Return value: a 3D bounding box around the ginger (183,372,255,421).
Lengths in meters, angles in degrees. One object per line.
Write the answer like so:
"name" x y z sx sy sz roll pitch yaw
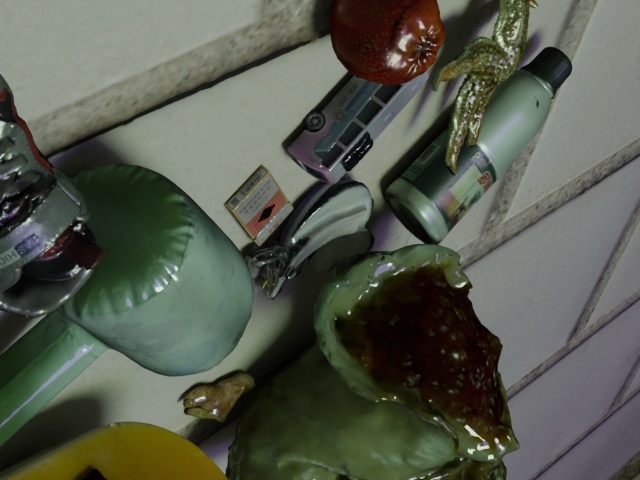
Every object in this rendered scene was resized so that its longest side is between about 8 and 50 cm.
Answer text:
"ginger" -0.097 0.155 1.405 0.097 0.030 0.048 -12 136 -53

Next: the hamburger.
"hamburger" -0.189 0.269 1.158 0.295 0.227 0.151 -21 156 -48

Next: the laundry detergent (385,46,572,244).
"laundry detergent" 0.161 -0.100 1.436 0.225 0.070 0.099 -47 148 -8

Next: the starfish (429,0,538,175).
"starfish" 0.147 -0.161 1.301 0.217 0.050 0.223 -33 137 -46

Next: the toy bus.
"toy bus" 0.032 -0.105 1.213 0.130 0.052 0.037 -48 159 -5

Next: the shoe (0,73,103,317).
"shoe" -0.189 -0.017 0.851 0.099 0.125 0.227 -39 157 -17

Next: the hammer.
"hammer" -0.200 0.097 1.045 0.335 0.119 0.206 -43 155 -1

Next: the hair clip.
"hair clip" 0.000 0.000 1.324 0.172 0.049 0.116 -31 156 -43

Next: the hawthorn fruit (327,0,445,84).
"hawthorn fruit" 0.047 -0.161 1.111 0.093 0.093 0.093 -40 155 -22

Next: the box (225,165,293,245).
"box" -0.050 -0.028 1.232 0.046 0.012 0.083 -48 156 -7

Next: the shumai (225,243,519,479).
"shumai" 0.067 0.124 1.451 0.330 0.292 0.288 -38 131 -61
